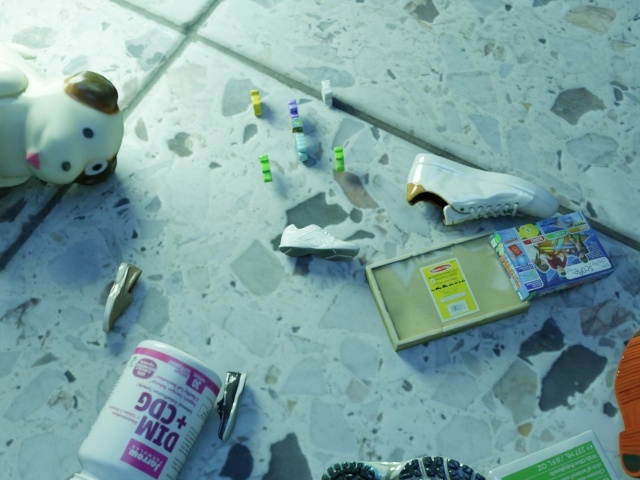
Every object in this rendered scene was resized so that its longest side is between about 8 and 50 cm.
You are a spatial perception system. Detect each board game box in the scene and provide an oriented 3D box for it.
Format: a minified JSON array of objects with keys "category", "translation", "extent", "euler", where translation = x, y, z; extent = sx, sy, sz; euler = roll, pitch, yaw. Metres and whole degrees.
[{"category":"board game box","translation":[0.436,0.027,1.572],"extent":[0.201,0.035,0.136],"euler":[-12,64,-21]}]

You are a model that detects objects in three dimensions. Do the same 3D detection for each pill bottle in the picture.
[{"category":"pill bottle","translation":[-0.290,0.320,1.358],"extent":[0.160,0.160,0.283],"euler":[22,66,9]}]

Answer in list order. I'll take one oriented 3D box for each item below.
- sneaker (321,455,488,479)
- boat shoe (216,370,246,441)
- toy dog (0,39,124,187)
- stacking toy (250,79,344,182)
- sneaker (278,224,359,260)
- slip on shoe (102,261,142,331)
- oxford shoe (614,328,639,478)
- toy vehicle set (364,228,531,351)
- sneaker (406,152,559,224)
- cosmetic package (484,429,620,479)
[{"category":"sneaker","translation":[0.149,0.390,1.324],"extent":[0.283,0.122,0.110],"euler":[1,79,23]},{"category":"boat shoe","translation":[-0.160,0.283,1.444],"extent":[0.038,0.046,0.125],"euler":[12,61,4]},{"category":"toy dog","translation":[-0.576,-0.227,1.588],"extent":[0.407,0.285,0.395],"euler":[19,28,9]},{"category":"stacking toy","translation":[-0.047,-0.220,1.696],"extent":[0.166,0.052,0.221],"euler":[-8,66,-4]},{"category":"sneaker","translation":[0.000,0.000,1.584],"extent":[0.152,0.054,0.061],"euler":[7,61,2]},{"category":"slip on shoe","translation":[-0.362,0.105,1.527],"extent":[0.041,0.051,0.135],"euler":[16,58,-7]},{"category":"oxford shoe","translation":[0.580,0.283,1.455],"extent":[0.098,0.097,0.271],"euler":[17,67,-15]},{"category":"toy vehicle set","translation":[0.235,0.090,1.556],"extent":[0.266,0.035,0.166],"euler":[-15,65,-9]},{"category":"sneaker","translation":[0.304,-0.069,1.611],"extent":[0.290,0.106,0.123],"euler":[16,74,15]},{"category":"cosmetic package","translation":[0.407,0.510,1.292],"extent":[0.196,0.155,0.366],"euler":[-20,65,-12]}]
